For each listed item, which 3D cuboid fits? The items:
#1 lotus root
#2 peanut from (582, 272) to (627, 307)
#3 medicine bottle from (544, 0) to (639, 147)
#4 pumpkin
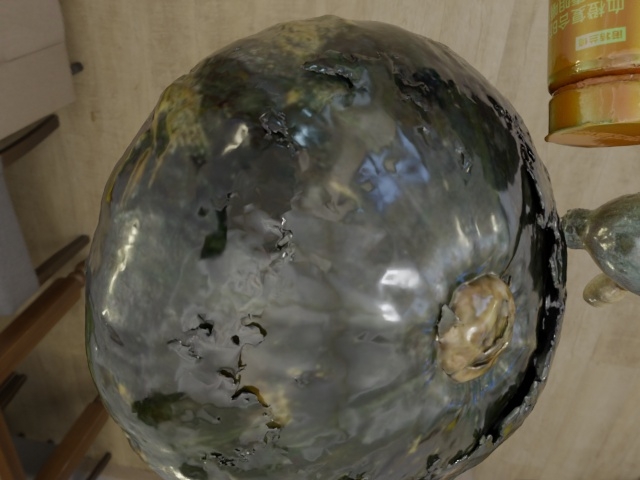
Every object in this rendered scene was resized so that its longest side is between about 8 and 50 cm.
[{"bbox_3d":[0.540,0.020,0.826,0.349,0.175,0.175,16,123,10],"label":"lotus root"},{"bbox_3d":[0.780,0.113,1.457,0.086,0.104,0.228,47,154,14],"label":"peanut"},{"bbox_3d":[0.218,-0.171,0.407,0.096,0.096,0.192,2,90,12],"label":"medicine bottle"},{"bbox_3d":[0.022,0.032,0.508,0.454,0.454,0.344,56,157,-20],"label":"pumpkin"}]
